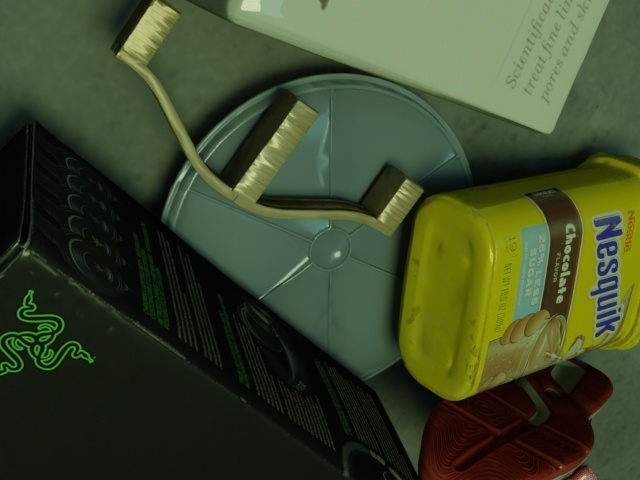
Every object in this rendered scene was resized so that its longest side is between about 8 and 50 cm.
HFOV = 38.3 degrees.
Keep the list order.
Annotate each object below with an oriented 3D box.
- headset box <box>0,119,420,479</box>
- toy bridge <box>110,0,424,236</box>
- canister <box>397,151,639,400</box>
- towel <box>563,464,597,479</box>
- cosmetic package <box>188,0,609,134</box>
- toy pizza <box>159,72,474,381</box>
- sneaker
[{"bbox_3d":[-0.128,0.119,0.455,0.246,0.131,0.283,-42,121,9],"label":"headset box"},{"bbox_3d":[-0.027,-0.047,0.475,0.188,0.026,0.063,33,97,-31],"label":"toy bridge"},{"bbox_3d":[0.133,0.020,0.559,0.170,0.073,0.126,-12,117,-36],"label":"canister"},{"bbox_3d":[0.158,0.277,0.724,0.197,0.029,0.144,-37,119,-6],"label":"towel"},{"bbox_3d":[0.024,-0.154,0.403,0.151,0.184,0.151,15,104,-28],"label":"cosmetic package"},{"bbox_3d":[0.000,0.000,0.542,0.201,0.032,0.201,-9,114,-21],"label":"toy pizza"},{"bbox_3d":[0.117,0.155,0.585,0.221,0.087,0.128,-11,124,-53],"label":"sneaker"}]
